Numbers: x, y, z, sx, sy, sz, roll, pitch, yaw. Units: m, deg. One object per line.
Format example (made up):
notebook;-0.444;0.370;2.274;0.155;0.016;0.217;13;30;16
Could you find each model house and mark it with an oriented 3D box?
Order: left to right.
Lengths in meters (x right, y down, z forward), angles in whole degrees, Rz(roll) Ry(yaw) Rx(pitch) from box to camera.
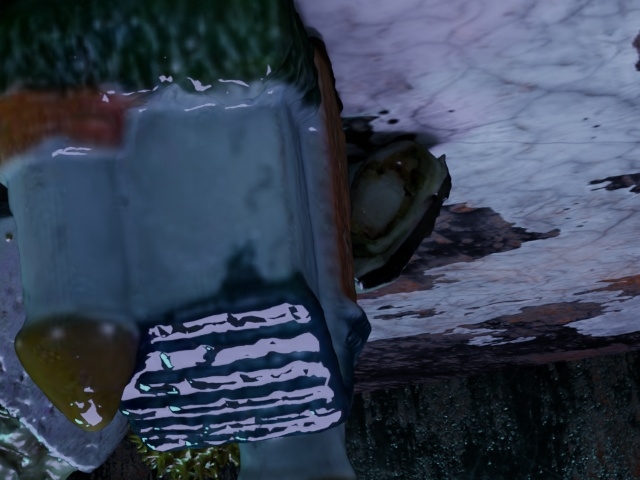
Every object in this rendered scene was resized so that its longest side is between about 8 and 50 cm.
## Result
model house;-0.059;0.034;0.511;0.184;0.291;0.253;-13;165;4

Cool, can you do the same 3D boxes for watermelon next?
watermelon;-0.238;0.082;0.752;0.320;0.214;0.289;-8;173;-45

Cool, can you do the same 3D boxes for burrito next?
burrito;0.000;0.000;0.760;0.089;0.144;0.229;45;147;-11

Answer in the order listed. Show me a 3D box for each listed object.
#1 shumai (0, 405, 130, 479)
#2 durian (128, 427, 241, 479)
shumai;-0.410;0.281;1.199;0.304;0.263;0.309;18;170;25
durian;-0.121;0.186;1.203;0.258;0.258;0.293;-6;176;-3
